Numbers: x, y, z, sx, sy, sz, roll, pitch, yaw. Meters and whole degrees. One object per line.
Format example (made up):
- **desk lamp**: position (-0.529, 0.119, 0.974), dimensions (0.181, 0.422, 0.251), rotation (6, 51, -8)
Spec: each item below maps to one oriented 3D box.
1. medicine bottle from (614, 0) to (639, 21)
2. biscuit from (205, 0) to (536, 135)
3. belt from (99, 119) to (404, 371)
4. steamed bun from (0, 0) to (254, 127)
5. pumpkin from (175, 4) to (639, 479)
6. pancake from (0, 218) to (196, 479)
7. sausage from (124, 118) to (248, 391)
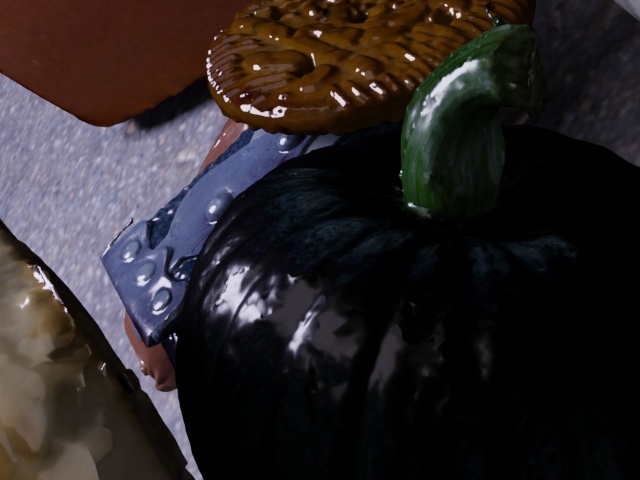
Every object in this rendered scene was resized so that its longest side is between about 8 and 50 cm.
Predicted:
- **medicine bottle**: position (0.210, -0.174, 0.680), dimensions (0.211, 0.211, 0.371), rotation (-50, 35, 11)
- **biscuit**: position (0.026, -0.117, 0.861), dimensions (0.188, 0.027, 0.188), rotation (-13, 32, 8)
- **belt**: position (0.000, -0.001, 0.877), dimensions (0.218, 0.122, 0.128), rotation (-44, 39, 4)
- **steamed bun**: position (-0.127, -0.265, 1.139), dimensions (0.379, 0.235, 0.248), rotation (-25, 43, 44)
- **pumpkin**: position (0.061, 0.021, 0.657), dimensions (0.248, 0.248, 0.248), rotation (-31, 43, 33)
- **pancake**: position (-0.069, 0.145, 0.648), dimensions (0.082, 0.387, 0.387), rotation (-35, 33, -10)
- **sausage**: position (0.001, -0.096, 0.987), dimensions (0.433, 0.088, 0.088), rotation (-58, 34, -1)
